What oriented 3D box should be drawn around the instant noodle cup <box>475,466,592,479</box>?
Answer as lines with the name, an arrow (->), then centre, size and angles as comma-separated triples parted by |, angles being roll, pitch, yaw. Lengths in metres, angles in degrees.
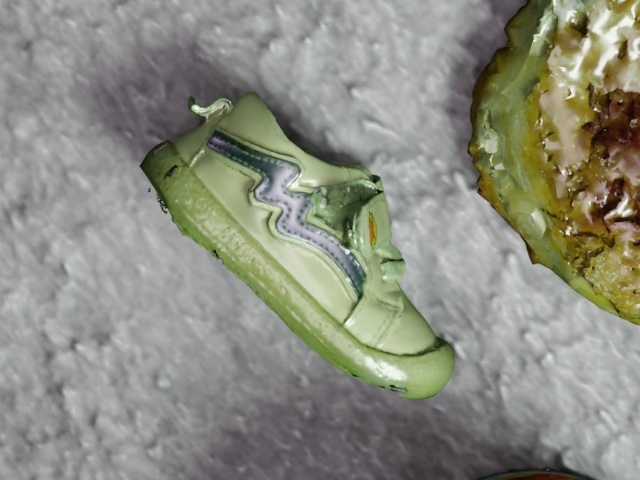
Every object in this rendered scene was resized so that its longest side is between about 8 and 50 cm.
instant noodle cup -> 0.151, 0.305, 1.286 | 0.296, 0.214, 0.296 | 1, 104, 5

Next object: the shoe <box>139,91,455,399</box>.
shoe -> -0.005, 0.006, 1.262 | 0.262, 0.140, 0.128 | 38, 107, -3

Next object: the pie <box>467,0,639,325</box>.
pie -> 0.277, -0.071, 1.240 | 0.354, 0.103, 0.288 | 5, 99, 6
